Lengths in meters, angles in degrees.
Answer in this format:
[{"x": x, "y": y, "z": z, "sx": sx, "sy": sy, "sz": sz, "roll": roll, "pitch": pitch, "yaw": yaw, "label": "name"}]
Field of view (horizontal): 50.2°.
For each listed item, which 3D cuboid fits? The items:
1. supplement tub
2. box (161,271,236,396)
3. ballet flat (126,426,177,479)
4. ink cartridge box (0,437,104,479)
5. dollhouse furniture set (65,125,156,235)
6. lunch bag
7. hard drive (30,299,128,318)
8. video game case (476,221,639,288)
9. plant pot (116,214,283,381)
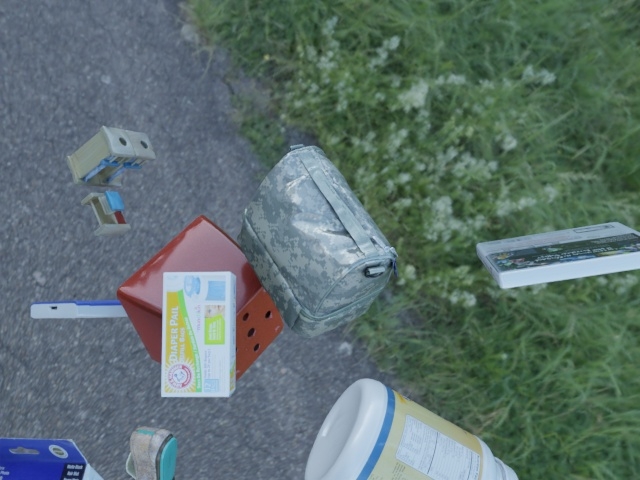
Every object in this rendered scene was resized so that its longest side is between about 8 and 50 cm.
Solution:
[{"x": 0.099, "y": 0.257, "z": 0.747, "sx": 0.199, "sy": 0.144, "sz": 0.144, "roll": 31, "pitch": 53, "yaw": -8, "label": "supplement tub"}, {"x": -0.201, "y": 0.156, "z": 1.143, "sx": 0.114, "sy": 0.103, "sz": 0.203, "roll": -1, "pitch": 83, "yaw": -2, "label": "box"}, {"x": -0.363, "y": 0.519, "z": 1.460, "sx": 0.106, "sy": 0.316, "sz": 0.107, "roll": 14, "pitch": 25, "yaw": 13, "label": "ballet flat"}, {"x": -0.414, "y": 0.384, "z": 1.040, "sx": 0.045, "sy": 0.223, "sz": 0.224, "roll": -70, "pitch": 145, "yaw": -47, "label": "ink cartridge box"}, {"x": -0.417, "y": -0.120, "z": 1.435, "sx": 0.129, "sy": 0.129, "sz": 0.184, "roll": -2, "pitch": 64, "yaw": -61, "label": "dollhouse furniture set"}, {"x": 0.000, "y": 0.000, "z": 1.308, "sx": 0.212, "sy": 0.256, "sz": 0.305, "roll": -20, "pitch": 63, "yaw": -27, "label": "lunch bag"}, {"x": -0.506, "y": 0.167, "z": 1.678, "sx": 0.318, "sy": 0.210, "sz": 0.040, "roll": 5, "pitch": 81, "yaw": -49, "label": "hard drive"}, {"x": 0.299, "y": 0.016, "z": 0.838, "sx": 0.190, "sy": 0.173, "sz": 0.022, "roll": -9, "pitch": 100, "yaw": 6, "label": "video game case"}, {"x": -0.237, "y": 0.154, "z": 1.508, "sx": 0.235, "sy": 0.267, "sz": 0.267, "roll": 26, "pitch": 57, "yaw": 30, "label": "plant pot"}]
